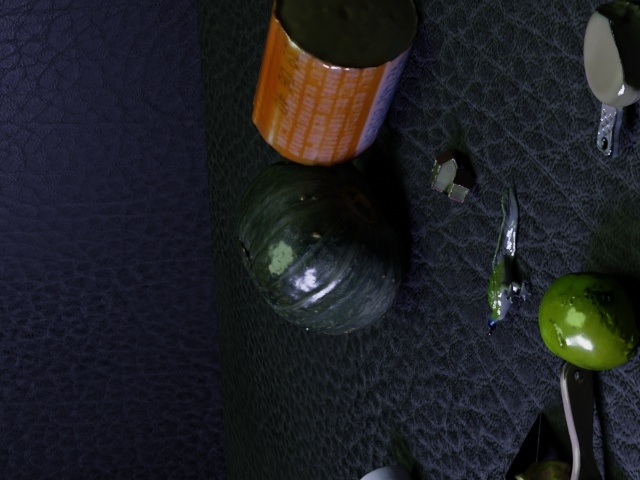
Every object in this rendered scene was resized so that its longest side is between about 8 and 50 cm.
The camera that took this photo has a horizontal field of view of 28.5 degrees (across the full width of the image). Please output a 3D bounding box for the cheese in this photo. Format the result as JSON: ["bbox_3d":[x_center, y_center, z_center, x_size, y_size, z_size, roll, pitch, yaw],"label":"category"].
[{"bbox_3d":[0.323,-0.172,1.367,0.092,0.047,0.171,-149,51,-72],"label":"cheese"}]

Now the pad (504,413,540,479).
[{"bbox_3d":[0.270,0.317,1.706,0.157,0.003,0.112,-45,-40,-53],"label":"pad"}]

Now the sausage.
[{"bbox_3d":[0.019,-0.284,2.031,0.287,0.233,0.233,108,149,-61],"label":"sausage"}]

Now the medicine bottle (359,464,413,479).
[{"bbox_3d":[0.156,0.549,2.228,0.161,0.111,0.296,83,170,-53],"label":"medicine bottle"}]

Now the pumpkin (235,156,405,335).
[{"bbox_3d":[0.000,0.000,2.189,0.257,0.291,0.328,-38,37,26],"label":"pumpkin"}]

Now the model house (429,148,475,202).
[{"bbox_3d":[0.195,-0.097,1.857,0.083,0.057,0.058,-86,18,-76],"label":"model house"}]

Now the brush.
[{"bbox_3d":[0.343,0.295,1.561,0.067,0.072,0.313,-2,94,51],"label":"brush"}]

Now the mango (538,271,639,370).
[{"bbox_3d":[0.308,0.097,1.481,0.178,0.100,0.119,120,136,-77],"label":"mango"}]

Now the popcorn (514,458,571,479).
[{"bbox_3d":[0.298,0.337,1.665,0.109,0.089,0.097,55,-143,-66],"label":"popcorn"}]

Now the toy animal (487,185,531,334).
[{"bbox_3d":[0.259,0.039,1.726,0.075,0.041,0.217,-124,34,-58],"label":"toy animal"}]
